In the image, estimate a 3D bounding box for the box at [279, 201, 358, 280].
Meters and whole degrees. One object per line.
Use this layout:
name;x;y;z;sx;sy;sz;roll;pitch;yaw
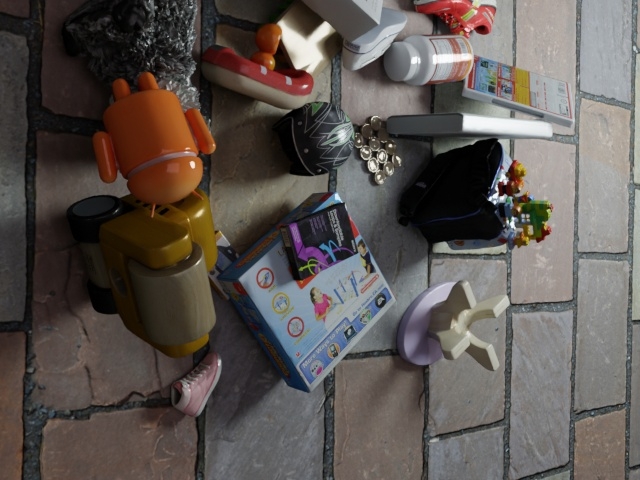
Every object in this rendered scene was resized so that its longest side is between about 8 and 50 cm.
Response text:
box;0.000;0.000;1.484;0.162;0.029;0.116;-25;106;-36

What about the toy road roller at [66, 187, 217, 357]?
toy road roller;-0.255;0.022;1.241;0.241;0.329;0.202;-28;126;-34

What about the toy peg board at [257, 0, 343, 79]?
toy peg board;-0.047;-0.443;1.573;0.161;0.079;0.160;-52;135;-26

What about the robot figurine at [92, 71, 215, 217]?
robot figurine;-0.266;-0.150;1.151;0.158;0.128;0.219;-14;81;-55

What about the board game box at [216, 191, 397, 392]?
board game box;-0.018;0.104;1.546;0.308;0.086;0.302;-42;115;-29

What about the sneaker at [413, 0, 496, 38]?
sneaker;0.354;-0.575;1.863;0.279;0.107;0.118;-7;104;-36

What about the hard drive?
hard drive;0.368;-0.277;1.781;0.353;0.233;0.047;-4;98;-40

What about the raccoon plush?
raccoon plush;-0.247;-0.354;1.336;0.446;0.216;0.299;-50;127;-27

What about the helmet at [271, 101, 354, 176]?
helmet;-0.009;-0.215;1.538;0.169;0.161;0.169;0;91;-38

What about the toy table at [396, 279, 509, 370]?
toy table;0.339;0.213;1.820;0.274;0.161;0.252;-48;118;-29

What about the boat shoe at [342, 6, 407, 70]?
boat shoe;0.118;-0.470;1.689;0.258;0.095;0.084;-42;157;-44

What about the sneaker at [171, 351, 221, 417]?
sneaker;-0.246;0.275;1.425;0.070;0.051;0.134;33;75;-39

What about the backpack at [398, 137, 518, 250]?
backpack;0.375;-0.113;1.792;0.213;0.276;0.263;42;60;-36

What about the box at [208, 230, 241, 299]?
box;-0.198;0.056;1.477;0.081;0.028;0.136;-49;117;-27

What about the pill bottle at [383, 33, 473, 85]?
pill bottle;0.262;-0.441;1.777;0.216;0.121;0.121;-14;99;-37

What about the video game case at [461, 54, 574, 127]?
video game case;0.507;-0.389;1.870;0.285;0.025;0.204;17;42;1

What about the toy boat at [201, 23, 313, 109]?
toy boat;-0.113;-0.356;1.449;0.231;0.151;0.151;14;101;-38

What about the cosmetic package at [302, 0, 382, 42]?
cosmetic package;0.021;-0.651;1.535;0.284;0.097;0.377;30;54;-32

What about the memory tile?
memory tile;0.136;-0.217;1.748;0.113;0.012;0.148;-47;117;-28

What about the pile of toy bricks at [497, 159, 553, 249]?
pile of toy bricks;0.473;-0.068;1.638;0.118;0.105;0.212;-49;132;-45
